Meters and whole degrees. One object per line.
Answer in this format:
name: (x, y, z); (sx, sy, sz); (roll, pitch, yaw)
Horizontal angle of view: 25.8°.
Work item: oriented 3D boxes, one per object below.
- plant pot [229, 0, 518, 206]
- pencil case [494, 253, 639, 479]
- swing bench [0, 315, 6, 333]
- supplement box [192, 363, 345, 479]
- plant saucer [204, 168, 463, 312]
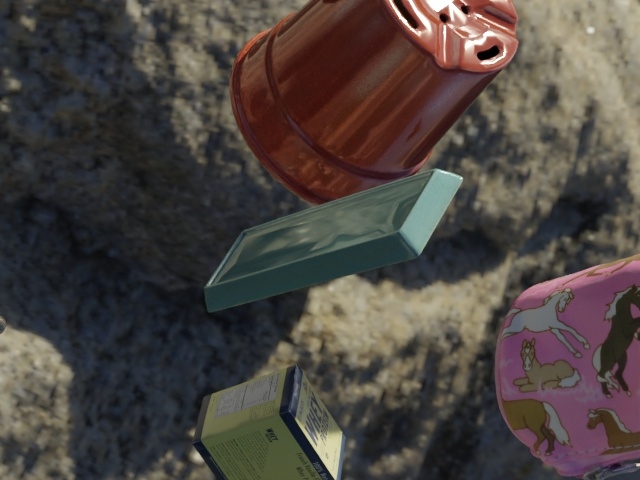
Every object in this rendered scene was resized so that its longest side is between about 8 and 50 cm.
plant pot: (0.075, -0.211, 1.633); (0.272, 0.265, 0.272); (18, 53, -26)
pencil case: (0.322, 0.077, 1.054); (0.160, 0.386, 0.167); (-39, 105, -47)
swing bench: (-0.458, 0.067, 1.215); (0.254, 0.253, 0.165); (-4, 67, -45)
supplement box: (-0.037, 0.152, 1.057); (0.083, 0.083, 0.056); (59, 22, -27)
plant saucer: (0.000, 0.000, 0.836); (0.018, 0.192, 0.067); (48, 52, -21)
